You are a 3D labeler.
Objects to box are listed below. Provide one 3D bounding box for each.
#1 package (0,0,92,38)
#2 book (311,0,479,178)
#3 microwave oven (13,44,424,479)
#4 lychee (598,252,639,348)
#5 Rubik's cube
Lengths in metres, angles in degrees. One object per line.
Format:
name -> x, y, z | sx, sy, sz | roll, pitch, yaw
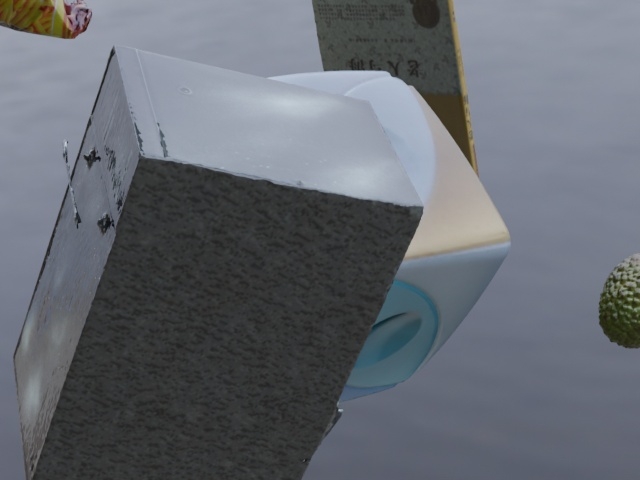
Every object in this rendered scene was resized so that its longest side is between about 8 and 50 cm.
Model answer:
package -> -0.462, -0.379, 2.046 | 0.288, 0.108, 0.223 | 13, 48, -30
book -> 0.121, -0.250, 2.416 | 0.269, 0.389, 0.032 | 7, 30, 36
microwave oven -> -0.121, 0.055, 1.630 | 0.374, 0.432, 0.236 | 9, 31, -23
lychee -> 0.407, 0.073, 1.854 | 0.146, 0.114, 0.114 | -41, 34, -18
Rubik's cube -> 0.000, 0.000, 2.033 | 0.347, 0.351, 0.352 | -7, 57, -39
